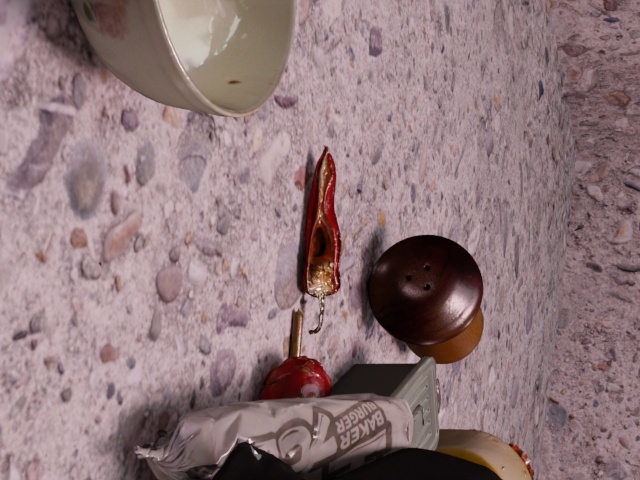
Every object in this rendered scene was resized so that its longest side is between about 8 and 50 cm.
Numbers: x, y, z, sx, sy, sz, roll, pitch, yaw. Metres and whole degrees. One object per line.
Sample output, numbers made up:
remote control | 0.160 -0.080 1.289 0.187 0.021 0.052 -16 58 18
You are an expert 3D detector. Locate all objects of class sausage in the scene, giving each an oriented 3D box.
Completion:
sausage | -0.033 0.144 1.266 0.015 0.015 0.100 20 74 -65

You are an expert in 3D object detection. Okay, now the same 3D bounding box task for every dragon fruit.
dragon fruit | -0.045 0.216 1.156 0.190 0.094 0.094 -45 132 -49

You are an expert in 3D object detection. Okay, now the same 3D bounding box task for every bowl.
bowl | -0.138 -0.250 0.839 0.277 0.145 0.277 3 90 -65

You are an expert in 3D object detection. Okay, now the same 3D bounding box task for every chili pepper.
chili pepper | 0.000 0.000 1.299 0.050 0.059 0.268 166 -75 -75

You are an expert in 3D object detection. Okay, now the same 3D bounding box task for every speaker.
speaker | 0.043 0.310 1.016 0.180 0.184 0.388 -55 154 14

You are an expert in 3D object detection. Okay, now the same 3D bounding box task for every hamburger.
hamburger | 0.220 0.432 1.531 0.151 0.295 0.227 15 71 -55

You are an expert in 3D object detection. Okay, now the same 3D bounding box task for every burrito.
burrito | -0.049 0.241 1.040 0.445 0.101 0.139 9 118 -50

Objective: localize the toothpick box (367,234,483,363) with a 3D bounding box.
toothpick box | 0.197 0.112 1.588 0.294 0.192 0.192 53 44 -62

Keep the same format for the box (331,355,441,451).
box | 0.089 0.281 1.410 0.243 0.135 0.163 -32 119 -61
